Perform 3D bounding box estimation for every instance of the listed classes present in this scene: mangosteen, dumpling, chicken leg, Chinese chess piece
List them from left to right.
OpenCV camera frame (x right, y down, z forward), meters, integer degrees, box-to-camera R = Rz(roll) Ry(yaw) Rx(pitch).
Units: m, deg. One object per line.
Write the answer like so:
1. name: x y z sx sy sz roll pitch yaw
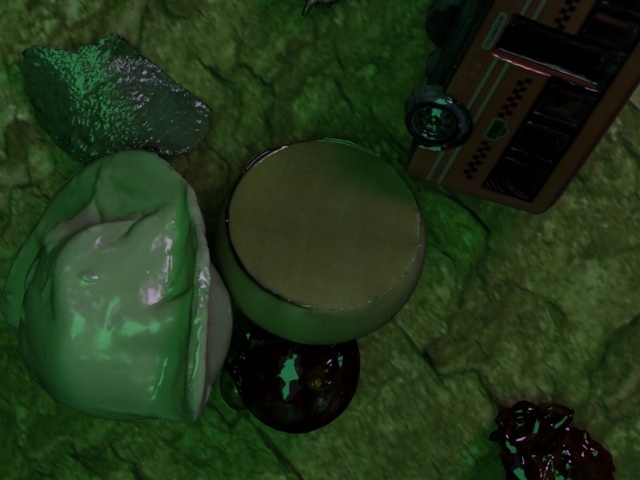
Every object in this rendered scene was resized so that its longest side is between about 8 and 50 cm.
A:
1. dumpling: -0.235 0.048 1.716 0.233 0.395 0.315 11 93 -43
2. mangosteen: -0.039 0.156 1.782 0.184 0.172 0.172 -18 103 50
3. Chinese chess piece: 0.000 0.000 1.707 0.250 0.103 0.249 2 61 -3
4. chicken leg: 0.354 0.363 1.823 0.407 0.096 0.158 43 82 -7

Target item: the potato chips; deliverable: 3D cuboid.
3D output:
1. potato chips: -0.250 -0.168 1.777 0.228 0.059 0.167 -6 91 5

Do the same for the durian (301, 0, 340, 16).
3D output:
1. durian: 0.011 -0.323 1.717 0.110 0.071 0.140 31 89 -7

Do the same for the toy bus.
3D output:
1. toy bus: 0.248 -0.232 1.559 0.233 0.203 0.427 21 138 -6
